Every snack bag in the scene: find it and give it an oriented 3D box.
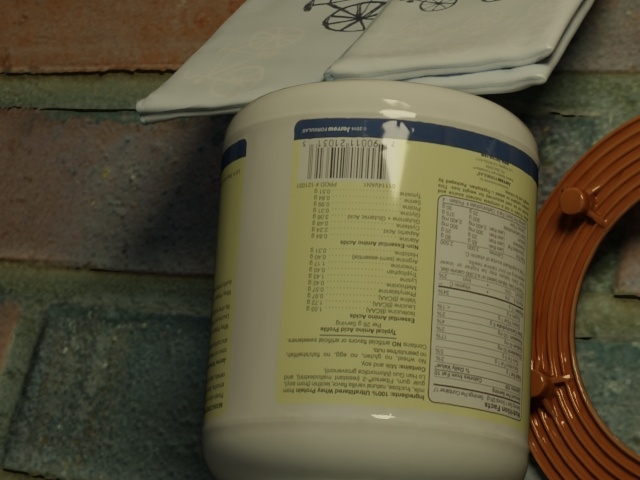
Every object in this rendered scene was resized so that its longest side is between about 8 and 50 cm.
[{"bbox_3d":[0.059,-0.188,1.461,0.343,0.037,0.323,-3,29,26],"label":"snack bag"}]

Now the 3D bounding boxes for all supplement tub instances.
[{"bbox_3d":[0.036,0.070,1.320,0.235,0.235,0.324,-4,75,27],"label":"supplement tub"}]

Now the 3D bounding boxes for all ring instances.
[{"bbox_3d":[0.270,0.055,1.292,0.337,0.032,0.336,-9,74,34],"label":"ring"}]
